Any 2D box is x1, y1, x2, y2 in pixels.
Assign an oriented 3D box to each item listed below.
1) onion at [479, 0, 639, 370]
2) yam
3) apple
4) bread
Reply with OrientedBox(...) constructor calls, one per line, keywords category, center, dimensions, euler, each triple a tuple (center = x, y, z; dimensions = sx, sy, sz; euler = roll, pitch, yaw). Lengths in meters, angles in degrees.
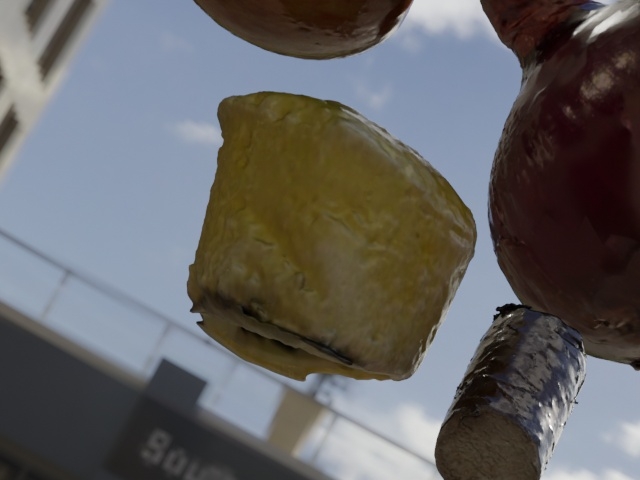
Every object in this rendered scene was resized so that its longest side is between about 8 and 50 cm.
OrientedBox(category="onion", center=(0.265, -0.094, 1.627), dimensions=(0.385, 0.347, 0.348), euler=(51, -4, 23))
OrientedBox(category="yam", center=(0.125, 0.105, 1.276), dimensions=(0.079, 0.141, 0.079), euler=(10, -59, 18))
OrientedBox(category="apple", center=(-0.004, -0.235, 1.405), dimensions=(0.187, 0.211, 0.211), euler=(27, -13, 2))
OrientedBox(category="bread", center=(0.002, -0.001, 1.306), dimensions=(0.197, 0.171, 0.197), euler=(20, -13, 5))
